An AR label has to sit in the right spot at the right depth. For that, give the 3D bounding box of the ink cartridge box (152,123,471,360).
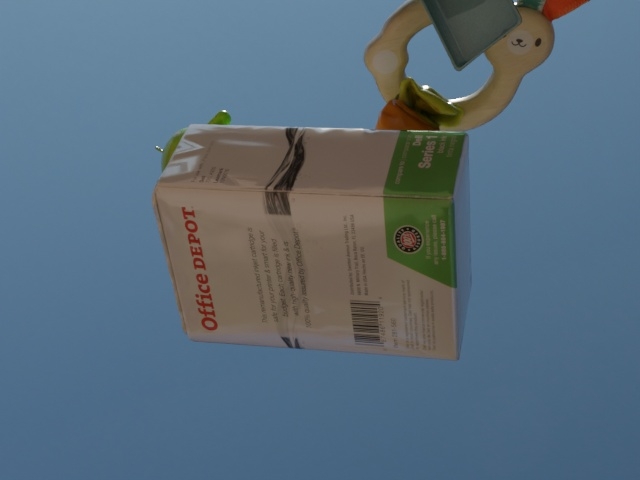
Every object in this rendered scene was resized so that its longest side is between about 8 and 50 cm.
[{"bbox_3d":[0.000,0.000,0.907,0.219,0.160,0.092,4,-140,13],"label":"ink cartridge box"}]

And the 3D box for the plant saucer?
[{"bbox_3d":[0.092,-0.225,0.905,0.067,0.018,0.192,-37,-112,37],"label":"plant saucer"}]

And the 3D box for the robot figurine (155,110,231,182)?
[{"bbox_3d":[-0.089,-0.068,1.063,0.115,0.067,0.101,-1,-135,-11],"label":"robot figurine"}]

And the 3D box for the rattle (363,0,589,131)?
[{"bbox_3d":[0.131,-0.146,0.941,0.200,0.143,0.130,-22,-80,20],"label":"rattle"}]
